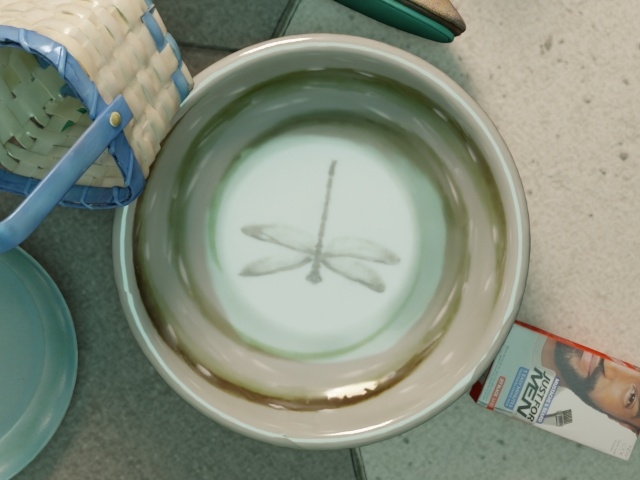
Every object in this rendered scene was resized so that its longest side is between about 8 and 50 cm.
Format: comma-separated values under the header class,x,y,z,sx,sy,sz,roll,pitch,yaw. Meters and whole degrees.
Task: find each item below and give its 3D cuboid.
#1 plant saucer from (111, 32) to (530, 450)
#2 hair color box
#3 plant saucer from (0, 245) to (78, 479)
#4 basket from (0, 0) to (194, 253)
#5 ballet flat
class,x,y,z,sx,sy,sz,roll,pitch,yaw
plant saucer,0.000,0.000,1.370,0.400,0.100,0.400,0,97,-2
hair color box,0.247,0.149,1.418,0.167,0.053,0.093,20,94,-5
plant saucer,-0.397,0.119,1.354,0.317,0.044,0.317,-7,112,-17
basket,-0.265,-0.101,1.230,0.289,0.255,0.201,-47,130,-32
ballet flat,0.004,-0.288,1.341,0.316,0.107,0.106,19,88,-5
